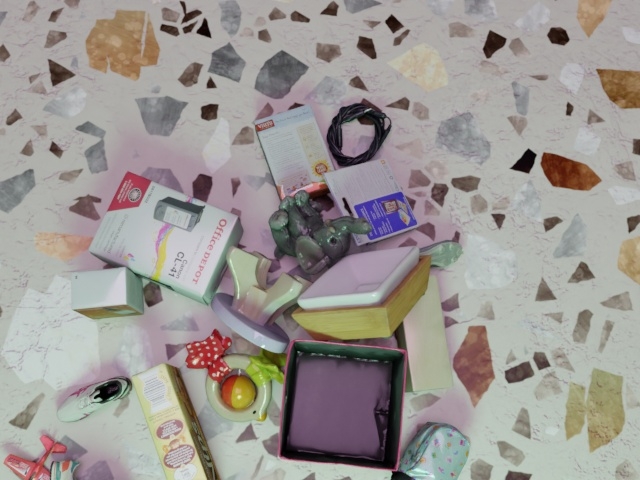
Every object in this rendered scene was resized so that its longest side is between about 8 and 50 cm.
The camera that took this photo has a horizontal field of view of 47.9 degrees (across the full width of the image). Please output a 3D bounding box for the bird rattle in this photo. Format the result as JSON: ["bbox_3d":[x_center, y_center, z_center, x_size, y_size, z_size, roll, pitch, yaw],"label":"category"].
[{"bbox_3d":[-0.201,0.326,1.701,0.253,0.143,0.207,5,93,4],"label":"bird rattle"}]

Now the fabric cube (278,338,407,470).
[{"bbox_3d":[0.046,0.368,1.621,0.259,0.258,0.254,6,77,1],"label":"fabric cube"}]

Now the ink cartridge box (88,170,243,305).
[{"bbox_3d":[-0.374,-0.005,1.773,0.306,0.131,0.226,21,77,6],"label":"ink cartridge box"}]

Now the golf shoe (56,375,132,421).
[{"bbox_3d":[-0.542,0.371,1.702,0.186,0.086,0.067,-27,79,-6],"label":"golf shoe"}]

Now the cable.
[{"bbox_3d":[0.090,-0.277,1.886,0.150,0.047,0.184,31,79,9],"label":"cable"}]

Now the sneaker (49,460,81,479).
[{"bbox_3d":[-0.584,0.588,1.663,0.075,0.057,0.161,-1,84,-21],"label":"sneaker"}]

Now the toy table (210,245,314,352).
[{"bbox_3d":[-0.133,0.131,1.669,0.274,0.252,0.161,30,93,48],"label":"toy table"}]

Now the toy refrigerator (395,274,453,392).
[{"bbox_3d":[0.241,0.226,1.744,0.102,0.094,0.269,-5,77,-9],"label":"toy refrigerator"}]

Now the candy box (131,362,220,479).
[{"bbox_3d":[-0.321,0.444,1.636,0.087,0.183,0.316,-22,77,-5],"label":"candy box"}]

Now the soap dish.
[{"bbox_3d":[0.104,0.120,1.613,0.229,0.291,0.118,-8,106,31],"label":"soap dish"}]

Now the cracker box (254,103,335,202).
[{"bbox_3d":[-0.062,-0.219,1.861,0.156,0.067,0.232,-18,78,-6],"label":"cracker box"}]

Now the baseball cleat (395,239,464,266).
[{"bbox_3d":[0.253,0.033,1.800,0.206,0.109,0.072,-13,114,-30],"label":"baseball cleat"}]

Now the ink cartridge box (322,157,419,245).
[{"bbox_3d":[0.120,-0.095,1.803,0.208,0.045,0.206,-17,76,-33],"label":"ink cartridge box"}]

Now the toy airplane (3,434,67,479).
[{"bbox_3d":[-0.658,0.523,1.690,0.151,0.028,0.151,1,87,-13],"label":"toy airplane"}]

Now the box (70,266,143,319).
[{"bbox_3d":[-0.505,0.128,1.717,0.130,0.170,0.091,-5,76,-1],"label":"box"}]

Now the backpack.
[{"bbox_3d":[0.260,0.507,1.648,0.152,0.115,0.182,36,72,-12],"label":"backpack"}]

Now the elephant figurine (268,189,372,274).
[{"bbox_3d":[0.000,0.000,1.715,0.239,0.186,0.169,35,77,27],"label":"elephant figurine"}]
